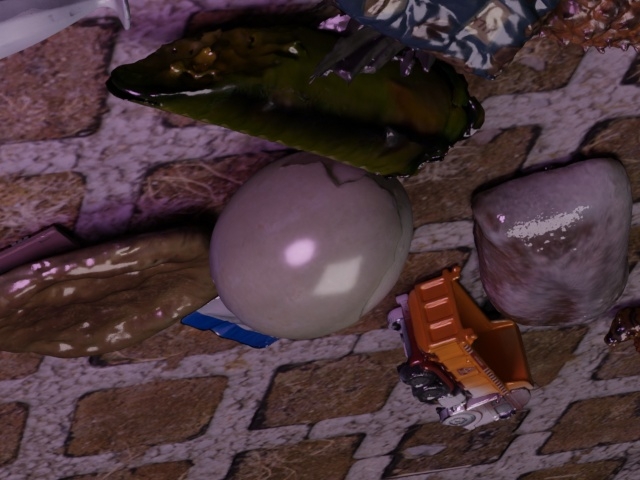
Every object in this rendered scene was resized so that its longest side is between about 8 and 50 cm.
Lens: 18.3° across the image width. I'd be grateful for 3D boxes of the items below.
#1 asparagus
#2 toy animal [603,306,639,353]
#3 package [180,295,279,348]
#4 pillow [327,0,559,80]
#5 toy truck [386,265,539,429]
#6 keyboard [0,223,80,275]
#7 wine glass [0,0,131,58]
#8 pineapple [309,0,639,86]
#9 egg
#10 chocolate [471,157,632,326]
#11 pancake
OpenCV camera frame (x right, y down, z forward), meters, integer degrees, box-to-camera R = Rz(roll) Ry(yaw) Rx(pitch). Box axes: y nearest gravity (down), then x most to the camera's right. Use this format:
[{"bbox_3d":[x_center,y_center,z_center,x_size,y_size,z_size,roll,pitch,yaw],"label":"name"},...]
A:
[{"bbox_3d":[-0.015,-0.138,1.814,0.382,0.108,0.128,12,141,-42],"label":"asparagus"},{"bbox_3d":[0.501,0.154,2.560,0.114,0.255,0.116,-57,161,9],"label":"toy animal"},{"bbox_3d":[-0.048,0.071,2.273,0.173,0.027,0.171,-30,153,24],"label":"package"},{"bbox_3d":[0.138,-0.241,1.539,0.189,0.034,0.255,21,126,-34],"label":"pillow"},{"bbox_3d":[0.174,0.137,2.432,0.135,0.114,0.270,-19,151,14],"label":"toy truck"},{"bbox_3d":[-0.328,0.028,2.047,0.166,0.017,0.055,-25,147,15],"label":"keyboard"},{"bbox_3d":[-0.238,-0.188,1.640,0.155,0.073,0.073,-15,153,-11],"label":"wine glass"},{"bbox_3d":[0.143,-0.224,1.691,0.364,0.166,0.165,-8,152,-11],"label":"pineapple"},{"bbox_3d":[0.000,0.000,1.989,0.183,0.183,0.217,11,157,-42],"label":"egg"},{"bbox_3d":[0.275,0.016,2.284,0.185,0.100,0.303,-14,150,2],"label":"chocolate"},{"bbox_3d":[-0.228,0.058,2.101,0.294,0.049,0.294,-17,160,-6],"label":"pancake"}]
